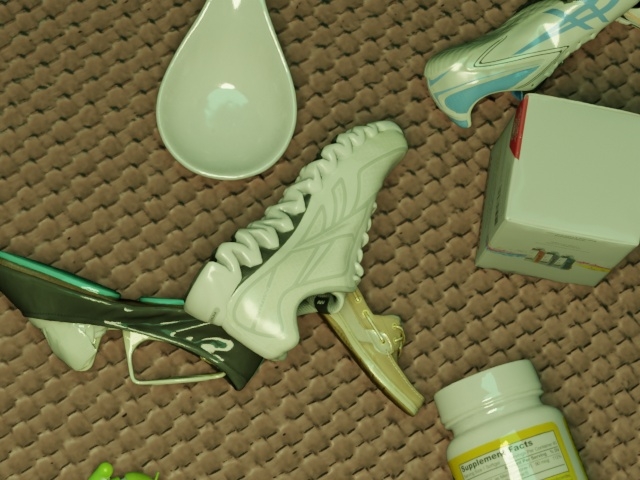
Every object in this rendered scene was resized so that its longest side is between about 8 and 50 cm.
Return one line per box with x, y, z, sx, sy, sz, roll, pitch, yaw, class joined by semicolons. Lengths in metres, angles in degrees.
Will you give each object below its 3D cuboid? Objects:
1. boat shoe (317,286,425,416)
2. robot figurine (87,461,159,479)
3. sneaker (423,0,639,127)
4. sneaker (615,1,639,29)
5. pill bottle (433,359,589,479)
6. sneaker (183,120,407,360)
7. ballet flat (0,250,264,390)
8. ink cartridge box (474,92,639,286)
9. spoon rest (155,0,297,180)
0.051;0.089;1.792;0.059;0.063;0.170;-37;80;-6;boat shoe
-0.191;0.256;1.730;0.115;0.067;0.101;-25;66;-10;robot figurine
0.217;-0.193;1.867;0.237;0.085;0.086;-29;109;0;sneaker
0.341;-0.227;1.905;0.109;0.044;0.040;21;73;1;sneaker
0.187;0.223;1.735;0.119;0.119;0.208;-18;77;-8;pill bottle
0.000;0.000;1.767;0.118;0.110;0.292;39;59;8;sneaker
-0.188;0.083;1.766;0.281;0.095;0.096;13;86;0;ballet flat
0.228;-0.044;1.781;0.127;0.176;0.128;10;75;-3;ink cartridge box
-0.088;-0.193;1.848;0.137;0.084;0.276;4;74;-2;spoon rest
